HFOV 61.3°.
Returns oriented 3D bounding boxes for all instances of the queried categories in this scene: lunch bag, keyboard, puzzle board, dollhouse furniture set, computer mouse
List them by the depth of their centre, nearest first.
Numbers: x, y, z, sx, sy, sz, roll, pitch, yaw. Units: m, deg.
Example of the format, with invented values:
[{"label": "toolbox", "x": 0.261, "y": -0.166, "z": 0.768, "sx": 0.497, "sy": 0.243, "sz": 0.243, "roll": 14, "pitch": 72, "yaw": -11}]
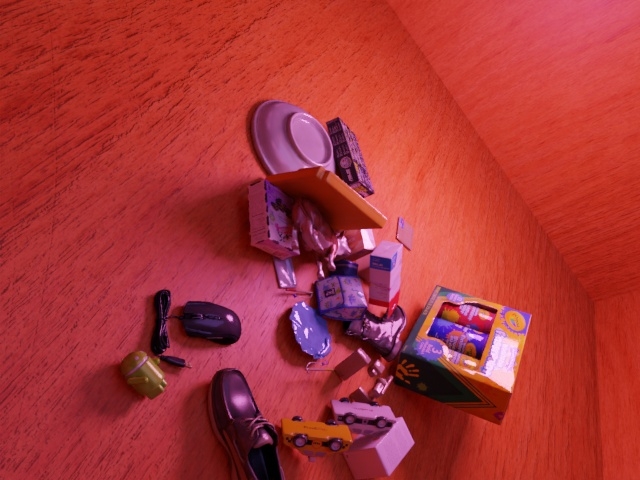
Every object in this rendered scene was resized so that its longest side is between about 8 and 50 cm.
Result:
[{"label": "computer mouse", "x": -0.291, "y": 0.228, "z": 1.331, "sx": 0.262, "sy": 0.060, "sz": 0.184, "roll": 27, "pitch": 49, "yaw": -37}, {"label": "keyboard", "x": -0.128, "y": 0.025, "z": 1.684, "sx": 0.072, "sy": 0.014, "sz": 0.256, "roll": 2, "pitch": 67, "yaw": -43}, {"label": "dollhouse furniture set", "x": 0.144, "y": 0.406, "z": 1.684, "sx": 0.151, "sy": 0.144, "sz": 0.123, "roll": 47, "pitch": 33, "yaw": 4}, {"label": "lunch bag", "x": 0.061, "y": 0.182, "z": 1.722, "sx": 0.151, "sy": 0.096, "sz": 0.129, "roll": 2, "pitch": 46, "yaw": -14}, {"label": "lunch bag", "x": 0.077, "y": 0.098, "z": 1.810, "sx": 0.067, "sy": 0.098, "sz": 0.065, "roll": 24, "pitch": 70, "yaw": -42}, {"label": "puzzle board", "x": 0.356, "y": -0.029, "z": 2.278, "sx": 0.096, "sy": 0.011, "sz": 0.128, "roll": 38, "pitch": 43, "yaw": -27}]

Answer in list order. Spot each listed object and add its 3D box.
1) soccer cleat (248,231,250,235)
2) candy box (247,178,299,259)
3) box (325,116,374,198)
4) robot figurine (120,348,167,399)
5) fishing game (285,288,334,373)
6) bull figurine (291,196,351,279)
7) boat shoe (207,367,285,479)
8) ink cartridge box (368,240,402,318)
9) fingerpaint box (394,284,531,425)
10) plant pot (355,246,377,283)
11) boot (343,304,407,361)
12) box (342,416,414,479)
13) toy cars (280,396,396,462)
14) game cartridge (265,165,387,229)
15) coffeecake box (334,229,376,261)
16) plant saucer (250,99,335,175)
[{"label": "soccer cleat", "x": -0.192, "y": -0.037, "z": 1.632, "sx": 0.035, "sy": 0.029, "sz": 0.083, "roll": 49, "pitch": 44, "yaw": -23}, {"label": "candy box", "x": -0.140, "y": -0.059, "z": 1.620, "sx": 0.165, "sy": 0.070, "sz": 0.196, "roll": 31, "pitch": 47, "yaw": -55}, {"label": "box", "x": 0.116, "y": -0.312, "z": 2.071, "sx": 0.216, "sy": 0.060, "sz": 0.270, "roll": 19, "pitch": 52, "yaw": -68}, {"label": "robot figurine", "x": -0.387, "y": 0.290, "z": 1.175, "sx": 0.115, "sy": 0.067, "sz": 0.101, "roll": 53, "pitch": 11, "yaw": -12}, {"label": "fishing game", "x": -0.033, "y": 0.271, "z": 1.625, "sx": 0.189, "sy": 0.041, "sz": 0.264, "roll": 13, "pitch": 53, "yaw": -54}, {"label": "bull figurine", "x": 0.000, "y": 0.000, "z": 1.679, "sx": 0.310, "sy": 0.101, "sz": 0.188, "roll": 47, "pitch": 32, "yaw": -44}, {"label": "boat shoe", "x": -0.158, "y": 0.469, "z": 1.282, "sx": 0.132, "sy": 0.130, "sz": 0.355, "roll": -8, "pitch": 75, "yaw": -51}, {"label": "ink cartridge box", "x": 0.220, "y": 0.134, "z": 1.834, "sx": 0.134, "sy": 0.078, "sz": 0.231, "roll": -41, "pitch": 136, "yaw": -57}, {"label": "fingerpaint box", "x": 0.516, "y": 0.380, "z": 1.919, "sx": 0.445, "sy": 0.371, "sz": 0.163, "roll": -44, "pitch": 146, "yaw": -51}, {"label": "plant pot", "x": 0.199, "y": 0.085, "z": 1.957, "sx": 0.109, "sy": 0.096, "sz": 0.109, "roll": 37, "pitch": 44, "yaw": -31}, {"label": "boot", "x": 0.179, "y": 0.265, "z": 1.838, "sx": 0.229, "sy": 0.091, "sz": 0.263, "roll": 38, "pitch": 36, "yaw": -17}, {"label": "box", "x": 0.171, "y": 0.608, "z": 1.582, "sx": 0.170, "sy": 0.130, "sz": 0.091, "roll": -25, "pitch": 89, "yaw": -52}, {"label": "toy cars", "x": 0.050, "y": 0.527, "z": 1.495, "sx": 0.393, "sy": 0.176, "sz": 0.087, "roll": -1, "pitch": 107, "yaw": -49}, {"label": "game cartridge", "x": 0.009, "y": -0.125, "z": 1.688, "sx": 0.285, "sy": 0.323, "sz": 0.053, "roll": 37, "pitch": 69, "yaw": -30}, {"label": "coffeecake box", "x": 0.103, "y": -0.029, "z": 1.874, "sx": 0.068, "sy": 0.142, "sz": 0.186, "roll": 12, "pitch": 59, "yaw": -45}, {"label": "plant saucer", "x": -0.062, "y": -0.337, "z": 1.905, "sx": 0.400, "sy": 0.100, "sz": 0.400, "roll": 27, "pitch": 49, "yaw": -37}]
